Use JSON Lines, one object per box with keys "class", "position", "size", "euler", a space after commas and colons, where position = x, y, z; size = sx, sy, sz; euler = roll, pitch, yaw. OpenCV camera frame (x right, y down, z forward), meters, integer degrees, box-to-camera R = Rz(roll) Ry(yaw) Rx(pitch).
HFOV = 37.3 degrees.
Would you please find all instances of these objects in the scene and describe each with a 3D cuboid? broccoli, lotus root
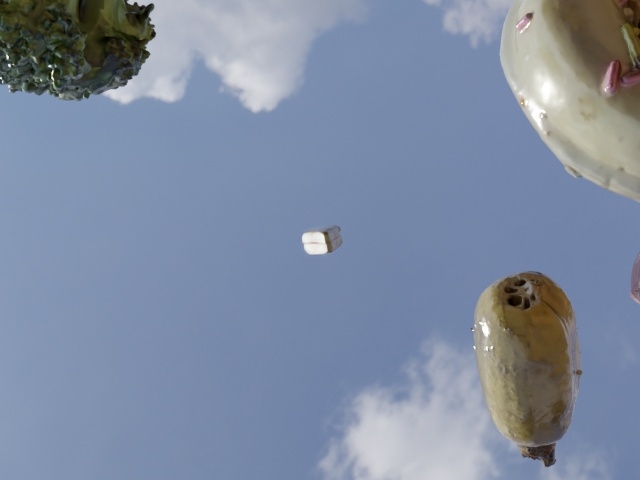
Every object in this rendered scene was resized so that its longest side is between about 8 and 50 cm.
{"class": "broccoli", "position": [-0.298, -0.270, 0.992], "size": [0.235, 0.260, 0.288], "euler": [-14, -146, -12]}
{"class": "lotus root", "position": [0.312, 0.202, 1.429], "size": [0.151, 0.342, 0.169], "euler": [5, -145, 25]}

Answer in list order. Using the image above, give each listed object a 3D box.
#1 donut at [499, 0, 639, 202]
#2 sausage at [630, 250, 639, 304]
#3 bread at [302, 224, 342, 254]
{"class": "donut", "position": [0.380, -0.206, 0.971], "size": [0.382, 0.142, 0.382], "euler": [0, -120, 0]}
{"class": "sausage", "position": [0.264, -0.014, 0.535], "size": [0.077, 0.194, 0.077], "euler": [61, -178, -4]}
{"class": "bread", "position": [0.000, 0.000, 1.623], "size": [0.109, 0.062, 0.043], "euler": [-28, -69, -73]}
